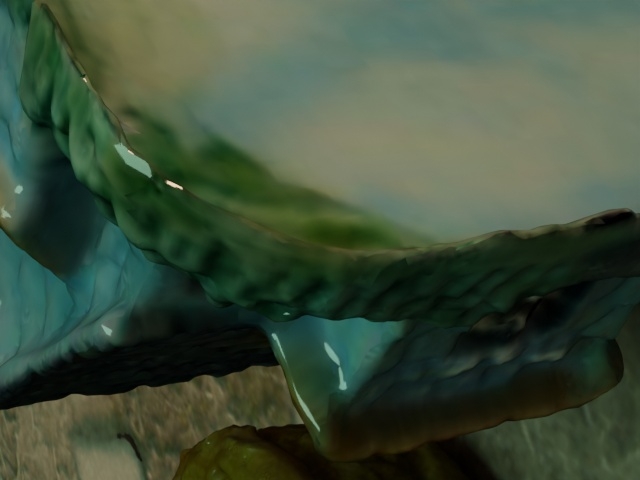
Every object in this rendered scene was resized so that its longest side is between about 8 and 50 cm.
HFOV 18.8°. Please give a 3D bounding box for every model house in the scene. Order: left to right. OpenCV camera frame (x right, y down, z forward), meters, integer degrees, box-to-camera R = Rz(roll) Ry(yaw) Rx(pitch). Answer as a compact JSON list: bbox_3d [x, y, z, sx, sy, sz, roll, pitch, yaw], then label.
[{"bbox_3d":[0.000,0.000,0.634,0.226,0.261,0.241,58,141,35],"label":"model house"}]

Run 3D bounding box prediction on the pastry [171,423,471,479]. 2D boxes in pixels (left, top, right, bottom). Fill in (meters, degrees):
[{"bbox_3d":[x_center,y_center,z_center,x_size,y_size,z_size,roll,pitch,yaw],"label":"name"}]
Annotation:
[{"bbox_3d":[0.006,0.163,0.814,0.189,0.103,0.188,20,114,55],"label":"pastry"}]
